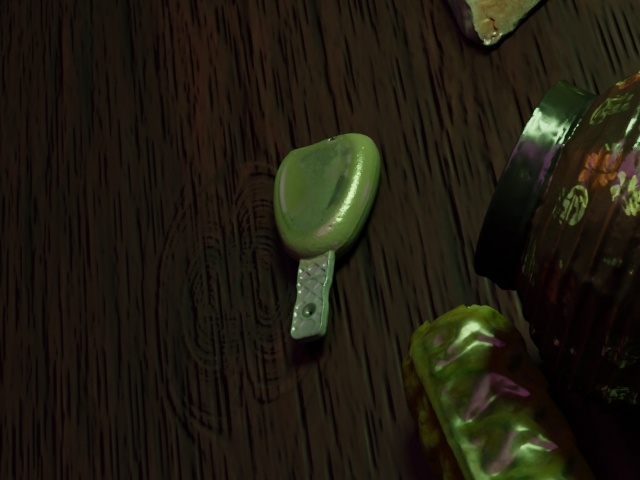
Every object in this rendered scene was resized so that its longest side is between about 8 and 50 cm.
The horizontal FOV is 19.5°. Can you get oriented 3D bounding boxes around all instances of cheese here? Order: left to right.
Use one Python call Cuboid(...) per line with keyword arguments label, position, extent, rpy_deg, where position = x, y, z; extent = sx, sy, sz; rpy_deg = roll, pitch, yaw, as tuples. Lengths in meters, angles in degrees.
Cuboid(label="cheese", position=(0.000, 0.000, 1.488), extent=(0.097, 0.037, 0.192), rpy_deg=(-16, 48, 27))

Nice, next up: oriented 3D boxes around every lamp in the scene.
Cuboid(label="lamp", position=(0.225, 0.001, 1.187), extent=(0.247, 0.247, 0.247), rpy_deg=(-20, 46, 22))

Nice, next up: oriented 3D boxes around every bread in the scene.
Cuboid(label="bread", position=(0.125, 0.147, 1.237), extent=(0.087, 0.098, 0.269), rpy_deg=(-5, 41, -17))

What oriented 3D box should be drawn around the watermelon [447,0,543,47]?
Cuboid(label="watermelon", position=(0.169, -0.266, 1.581), extent=(0.207, 0.136, 0.202), rpy_deg=(10, 100, 12))
